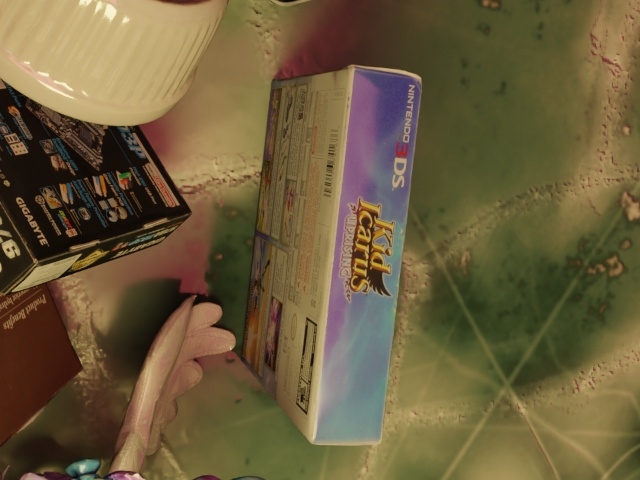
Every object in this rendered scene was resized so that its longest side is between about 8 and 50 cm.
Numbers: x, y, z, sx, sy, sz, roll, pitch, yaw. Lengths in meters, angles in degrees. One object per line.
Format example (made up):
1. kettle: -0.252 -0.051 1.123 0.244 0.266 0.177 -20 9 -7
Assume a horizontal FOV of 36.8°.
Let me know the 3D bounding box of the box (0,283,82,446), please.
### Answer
1. box: -0.318 0.060 0.717 0.167 0.168 0.203 -15 103 18

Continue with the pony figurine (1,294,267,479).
1. pony figurine: -0.167 0.234 0.752 0.363 0.351 0.303 -15 98 6

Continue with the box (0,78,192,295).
1. box: -0.218 -0.082 0.728 0.051 0.175 0.220 -36 84 32

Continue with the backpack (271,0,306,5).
1. backpack: 0.010 -0.336 0.768 0.253 0.191 0.225 -28 125 -4

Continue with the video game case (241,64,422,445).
1. video game case: 0.000 0.000 0.789 0.061 0.244 0.270 5 96 -18

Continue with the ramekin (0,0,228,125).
1. ramekin: -0.167 -0.201 0.728 0.207 0.207 0.109 32 129 -17
